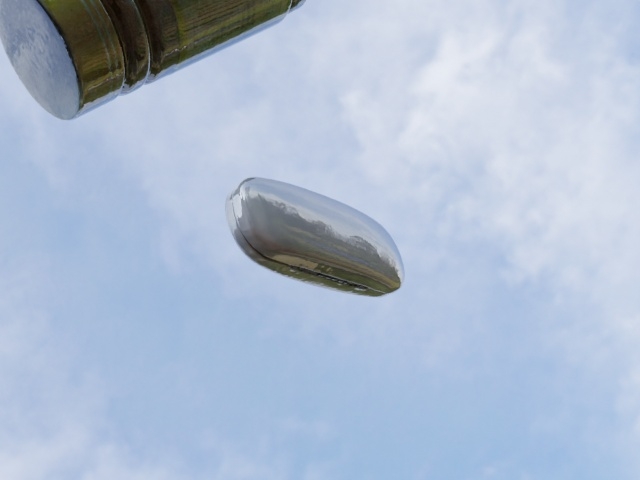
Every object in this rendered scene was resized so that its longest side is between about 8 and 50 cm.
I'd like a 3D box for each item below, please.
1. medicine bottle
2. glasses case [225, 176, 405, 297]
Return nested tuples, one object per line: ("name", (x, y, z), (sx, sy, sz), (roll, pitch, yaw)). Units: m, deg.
("medicine bottle", (-0.168, -0.259, 1.097), (0.322, 0.151, 0.151), (-32, -49, -31))
("glasses case", (0.000, 0.000, 1.020), (0.233, 0.092, 0.059), (16, -43, -45))
